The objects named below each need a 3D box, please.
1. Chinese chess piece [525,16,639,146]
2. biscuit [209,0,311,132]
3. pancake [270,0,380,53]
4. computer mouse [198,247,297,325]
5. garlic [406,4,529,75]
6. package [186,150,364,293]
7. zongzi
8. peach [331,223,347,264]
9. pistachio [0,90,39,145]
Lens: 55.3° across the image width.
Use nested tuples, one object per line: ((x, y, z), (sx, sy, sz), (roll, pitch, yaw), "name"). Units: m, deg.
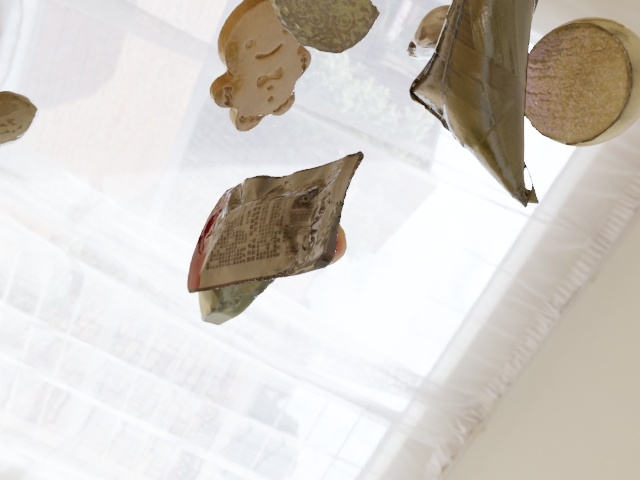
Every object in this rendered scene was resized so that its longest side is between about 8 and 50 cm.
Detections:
((0.563, -0.336, 1.309), (0.112, 0.270, 0.270), (-14, 143, -40), "Chinese chess piece")
((-0.130, -0.402, 1.409), (0.275, 0.052, 0.354), (-29, 153, -26), "biscuit")
((0.004, -0.464, 1.139), (0.029, 0.212, 0.235), (-70, 159, -51), "pancake")
((-0.122, -0.013, 1.284), (0.429, 0.145, 0.228), (-48, -170, -15), "computer mouse")
((0.312, -0.415, 1.288), (0.148, 0.267, 0.128), (-12, 125, -60), "garlic")
((-0.061, -0.021, 0.696), (0.239, 0.030, 0.154), (-10, -129, 38), "package")
((0.264, -0.234, 0.855), (0.289, 0.123, 0.260), (61, -35, 39), "zongzi")
((0.000, 0.000, 1.972), (0.184, 0.184, 0.184), (-154, -90, -88), "peach")
((-0.847, -0.319, 1.617), (0.226, 0.136, 0.135), (-53, 172, -52), "pistachio")
